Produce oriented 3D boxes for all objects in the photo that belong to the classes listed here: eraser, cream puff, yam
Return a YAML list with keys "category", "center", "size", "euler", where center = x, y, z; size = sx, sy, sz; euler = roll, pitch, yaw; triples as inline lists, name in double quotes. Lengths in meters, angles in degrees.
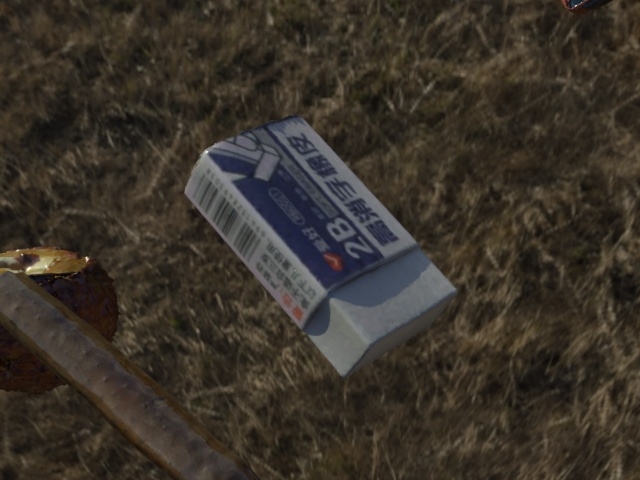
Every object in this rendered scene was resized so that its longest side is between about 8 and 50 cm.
- category: "eraser"
  center: [0.000, 0.000, 0.899]
  size: [0.124, 0.068, 0.210]
  euler: [-24, 66, -45]
- category: "cream puff"
  center: [-0.490, 0.136, 1.815]
  size: [0.350, 0.350, 0.229]
  euler: [-4, 104, 1]
- category: "yam"
  center: [-0.140, 0.109, 0.776]
  size: [0.264, 0.046, 0.046]
  euler: [36, 72, 20]

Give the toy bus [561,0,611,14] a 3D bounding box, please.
- category: "toy bus"
  center: [0.268, -0.245, 0.995]
  size: [0.110, 0.031, 0.043]
  euler: [-27, 72, 39]
